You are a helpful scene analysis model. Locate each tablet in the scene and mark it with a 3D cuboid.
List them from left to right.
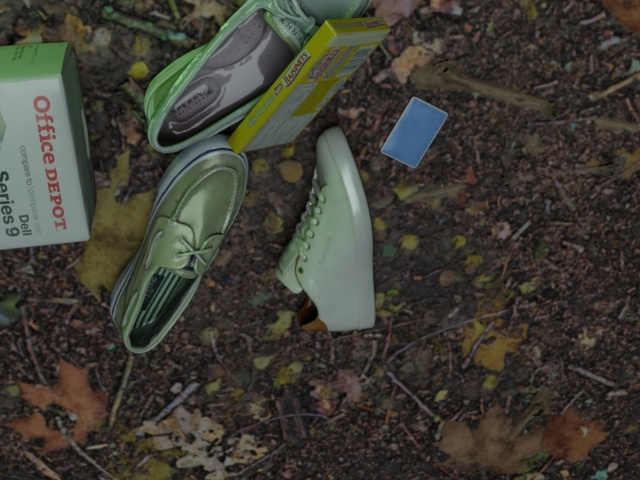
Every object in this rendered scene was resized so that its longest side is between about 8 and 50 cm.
[{"bbox_3d":[0.118,-0.136,1.303,0.054,0.006,0.083,24,111,-19],"label":"tablet"}]

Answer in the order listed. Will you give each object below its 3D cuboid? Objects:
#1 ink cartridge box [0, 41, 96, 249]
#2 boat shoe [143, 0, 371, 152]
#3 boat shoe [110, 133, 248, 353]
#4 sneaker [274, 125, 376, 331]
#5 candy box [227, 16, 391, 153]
[{"bbox_3d":[-0.415,-0.101,1.178,0.289,0.121,0.211,-6,119,-6],"label":"ink cartridge box"},{"bbox_3d":[-0.068,-0.213,1.180,0.320,0.103,0.118,-33,117,9],"label":"boat shoe"},{"bbox_3d":[-0.167,0.011,1.279,0.109,0.094,0.302,14,119,-31],"label":"boat shoe"},{"bbox_3d":[0.000,0.000,1.300,0.123,0.106,0.290,-9,120,-6],"label":"sneaker"},{"bbox_3d":[-0.015,-0.175,1.180,0.105,0.027,0.206,-15,157,-49],"label":"candy box"}]
